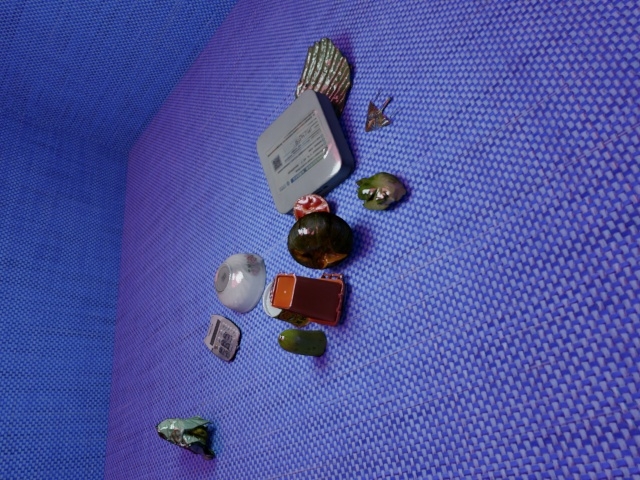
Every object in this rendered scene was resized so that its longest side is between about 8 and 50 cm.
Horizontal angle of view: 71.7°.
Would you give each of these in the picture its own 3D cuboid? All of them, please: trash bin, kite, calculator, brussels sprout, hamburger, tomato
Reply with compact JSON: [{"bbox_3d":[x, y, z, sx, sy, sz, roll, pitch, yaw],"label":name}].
[{"bbox_3d":[-0.037,0.178,1.503,0.161,0.238,0.185,-2,72,48],"label":"trash bin"},{"bbox_3d":[0.212,-0.463,1.636,0.160,0.010,0.183,-53,40,26],"label":"kite"},{"bbox_3d":[-0.444,0.441,2.020,0.268,0.040,0.177,18,90,49],"label":"calculator"},{"bbox_3d":[0.199,-0.172,1.485,0.139,0.100,0.181,-58,27,-14],"label":"brussels sprout"},{"bbox_3d":[-0.554,0.816,1.894,0.275,0.261,0.151,16,60,18],"label":"hamburger"},{"bbox_3d":[-0.023,-0.109,1.712,0.155,0.069,0.156,5,104,19],"label":"tomato"}]

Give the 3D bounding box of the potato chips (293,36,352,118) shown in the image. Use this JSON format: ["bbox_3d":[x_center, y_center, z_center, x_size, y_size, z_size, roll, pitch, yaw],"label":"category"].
[{"bbox_3d":[-0.020,-0.659,1.903,0.373,0.097,0.390,23,99,48],"label":"potato chips"}]

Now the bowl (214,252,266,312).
[{"bbox_3d":[-0.376,0.177,1.967,0.277,0.145,0.277,-21,62,45],"label":"bowl"}]

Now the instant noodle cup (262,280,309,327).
[{"bbox_3d":[-0.121,0.226,1.653,0.182,0.144,0.182,-20,62,43],"label":"instant noodle cup"}]

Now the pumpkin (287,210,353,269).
[{"bbox_3d":[0.000,-0.003,1.541,0.238,0.237,0.159,-33,48,37],"label":"pumpkin"}]

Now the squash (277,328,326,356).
[{"bbox_3d":[-0.073,0.350,1.521,0.095,0.187,0.095,-17,66,43],"label":"squash"}]

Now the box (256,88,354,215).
[{"bbox_3d":[-0.074,-0.345,1.797,0.395,0.111,0.397,-33,67,37],"label":"box"}]
